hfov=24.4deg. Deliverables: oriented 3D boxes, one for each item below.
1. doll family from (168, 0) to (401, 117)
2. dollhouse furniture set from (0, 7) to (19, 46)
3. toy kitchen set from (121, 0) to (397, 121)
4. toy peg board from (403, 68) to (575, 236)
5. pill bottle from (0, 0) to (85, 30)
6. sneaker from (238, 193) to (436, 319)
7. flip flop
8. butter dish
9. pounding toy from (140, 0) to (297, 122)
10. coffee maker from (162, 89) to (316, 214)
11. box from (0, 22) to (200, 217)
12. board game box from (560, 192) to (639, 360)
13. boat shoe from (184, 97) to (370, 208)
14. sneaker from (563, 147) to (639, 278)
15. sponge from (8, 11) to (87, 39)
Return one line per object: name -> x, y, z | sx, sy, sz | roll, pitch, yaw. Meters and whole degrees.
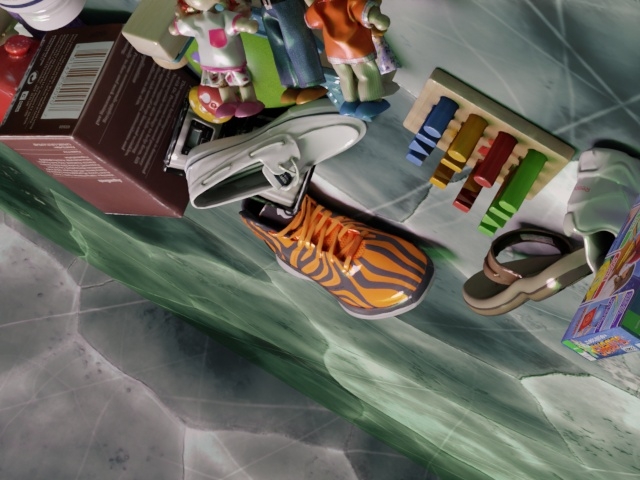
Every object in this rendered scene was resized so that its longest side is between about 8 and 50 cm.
doll family -> -0.014, -0.204, 1.318 | 0.263, 0.118, 0.163 | 4, 115, 44
dollhouse furniture set -> -0.499, -0.292, 2.029 | 0.144, 0.123, 0.151 | 40, 163, -33
toy kitchen set -> -0.058, -0.189, 1.485 | 0.207, 0.122, 0.166 | 21, 163, 35
toy peg board -> 0.153, -0.080, 1.514 | 0.160, 0.079, 0.161 | 31, 165, 1
pill bottle -> -0.334, -0.317, 1.634 | 0.112, 0.112, 0.187 | 24, 164, 26
sneaker -> 0.000, 0.000, 2.007 | 0.321, 0.125, 0.180 | 16, 161, 45
flip flop -> 0.234, 0.025, 1.687 | 0.080, 0.112, 0.277 | 58, 166, -1
butter dish -> -0.388, -0.217, 1.950 | 0.160, 0.160, 0.118 | 26, 143, 29
pounding toy -> -0.123, -0.190, 1.640 | 0.237, 0.110, 0.183 | 25, 164, 22
coffee maker -> -0.098, -0.102, 1.808 | 0.178, 0.120, 0.171 | 20, 162, -4
box -> -0.262, -0.149, 1.878 | 0.167, 0.168, 0.203 | 3, 154, 44
board game box -> 0.288, 0.005, 1.276 | 0.035, 0.201, 0.136 | 32, 167, -5
boat shoe -> -0.046, -0.088, 1.667 | 0.226, 0.076, 0.083 | -20, 141, 21
sneaker -> 0.314, 0.016, 1.433 | 0.232, 0.115, 0.090 | 36, 165, -20
sponge -> -0.364, -0.297, 1.930 | 0.117, 0.031, 0.210 | 21, 164, 38
